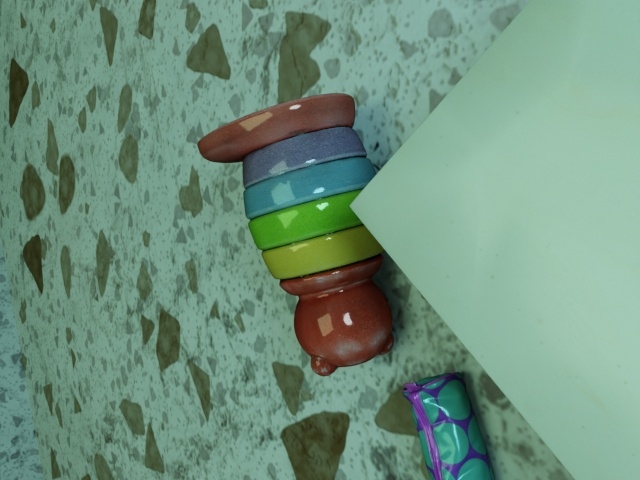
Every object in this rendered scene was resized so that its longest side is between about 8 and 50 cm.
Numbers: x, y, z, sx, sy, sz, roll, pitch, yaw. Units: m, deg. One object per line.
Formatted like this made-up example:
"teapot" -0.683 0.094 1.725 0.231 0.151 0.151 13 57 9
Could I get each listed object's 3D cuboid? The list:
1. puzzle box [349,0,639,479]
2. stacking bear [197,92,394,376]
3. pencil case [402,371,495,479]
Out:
"puzzle box" 0.231 0.027 0.411 0.272 0.052 0.409 -48 66 23
"stacking bear" 0.000 0.000 0.697 0.164 0.175 0.289 -13 92 56
"pencil case" 0.129 0.210 0.620 0.064 0.070 0.151 -28 71 47
